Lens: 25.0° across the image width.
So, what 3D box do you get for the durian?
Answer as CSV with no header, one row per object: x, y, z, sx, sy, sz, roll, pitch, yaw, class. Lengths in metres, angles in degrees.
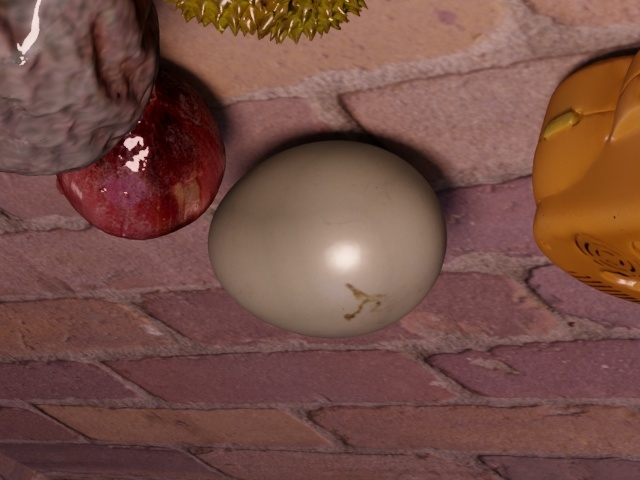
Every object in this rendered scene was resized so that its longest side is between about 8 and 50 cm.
-0.030,-0.201,0.972,0.198,0.146,0.159,15,164,31,durian

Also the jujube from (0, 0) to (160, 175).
-0.226,-0.180,1.040,0.246,0.215,0.308,46,171,10,jujube

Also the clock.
0.294,-0.041,1.104,0.244,0.200,0.317,27,161,-19,clock

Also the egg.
0.000,0.000,1.345,0.264,0.183,0.183,-4,150,46,egg

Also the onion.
-0.162,-0.093,1.285,0.159,0.159,0.195,14,147,3,onion
